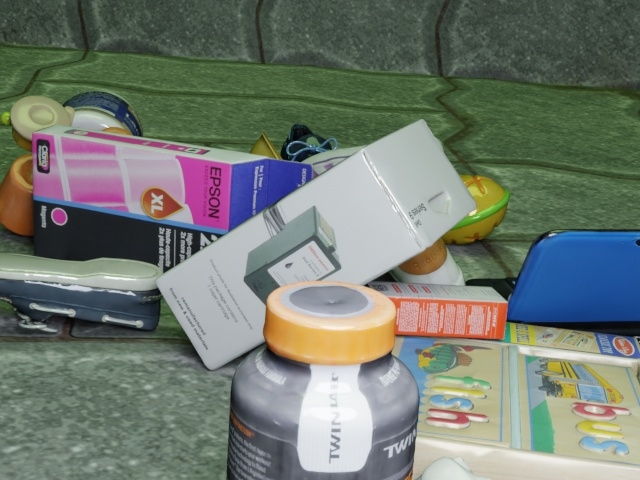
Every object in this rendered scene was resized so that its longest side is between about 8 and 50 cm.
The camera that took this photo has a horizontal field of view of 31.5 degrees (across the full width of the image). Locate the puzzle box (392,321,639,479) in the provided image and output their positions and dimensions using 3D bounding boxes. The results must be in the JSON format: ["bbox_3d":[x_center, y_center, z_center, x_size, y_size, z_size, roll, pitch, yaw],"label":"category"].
[{"bbox_3d":[0.185,0.152,1.078,0.272,0.052,0.409,7,11,7],"label":"puzzle box"}]

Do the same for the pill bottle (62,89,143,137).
[{"bbox_3d":[-0.365,-0.158,1.832,0.153,0.153,0.264,2,18,-6],"label":"pill bottle"}]

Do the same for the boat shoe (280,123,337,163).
[{"bbox_3d":[-0.027,-0.142,1.957,0.109,0.089,0.258,-3,19,-20],"label":"boat shoe"}]

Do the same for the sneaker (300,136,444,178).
[{"bbox_3d":[0.048,-0.051,1.675,0.282,0.161,0.102,-16,-36,31],"label":"sneaker"}]

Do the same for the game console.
[{"bbox_3d":[0.347,0.031,1.361,0.293,0.173,0.250,1,18,-10],"label":"game console"}]

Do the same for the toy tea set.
[{"bbox_3d":[-0.317,-0.069,1.648,0.336,0.124,0.200,18,49,-14],"label":"toy tea set"}]

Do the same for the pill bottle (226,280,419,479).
[{"bbox_3d":[-0.001,0.154,0.784,0.130,0.245,0.130,3,18,-1],"label":"pill bottle"}]

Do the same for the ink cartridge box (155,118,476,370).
[{"bbox_3d":[0.000,0.000,1.232,0.289,0.121,0.211,-31,2,26],"label":"ink cartridge box"}]

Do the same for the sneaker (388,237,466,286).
[{"bbox_3d":[0.085,-0.026,1.487,0.106,0.123,0.290,-36,37,-11],"label":"sneaker"}]

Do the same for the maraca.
[{"bbox_3d":[0.193,-0.042,1.688,0.186,0.099,0.127,-14,15,31],"label":"maraca"}]

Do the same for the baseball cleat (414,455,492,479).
[{"bbox_3d":[0.133,0.252,0.822,0.109,0.072,0.206,-42,55,-10],"label":"baseball cleat"}]

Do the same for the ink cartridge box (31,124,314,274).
[{"bbox_3d":[-0.195,-0.035,1.448,0.371,0.176,0.069,9,19,16],"label":"ink cartridge box"}]

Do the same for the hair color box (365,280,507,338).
[{"bbox_3d":[0.119,0.073,1.201,0.141,0.043,0.072,4,10,-6],"label":"hair color box"}]

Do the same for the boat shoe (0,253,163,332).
[{"bbox_3d":[-0.307,0.060,1.290,0.254,0.079,0.095,3,15,-10],"label":"boat shoe"}]

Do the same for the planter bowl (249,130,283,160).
[{"bbox_3d":[-0.057,-0.035,1.543,0.090,0.217,0.217,-32,20,2],"label":"planter bowl"}]
